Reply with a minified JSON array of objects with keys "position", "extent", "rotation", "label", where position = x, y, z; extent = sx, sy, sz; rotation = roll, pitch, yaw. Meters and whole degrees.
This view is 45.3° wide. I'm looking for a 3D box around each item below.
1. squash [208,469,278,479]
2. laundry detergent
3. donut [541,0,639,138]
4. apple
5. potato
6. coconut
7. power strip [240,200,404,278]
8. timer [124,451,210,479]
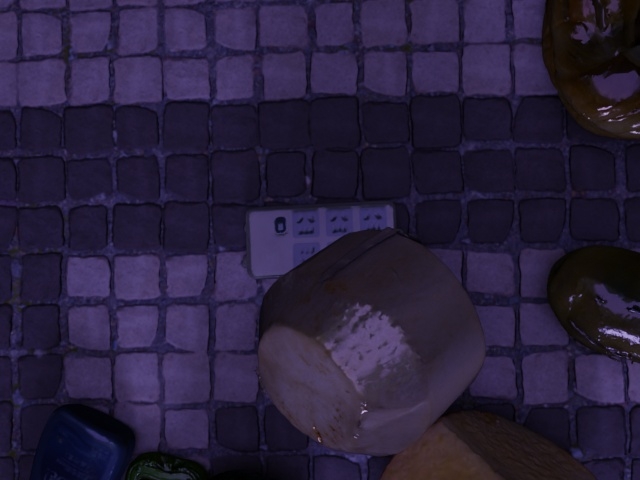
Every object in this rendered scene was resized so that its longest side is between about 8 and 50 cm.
[{"position":[-0.109,0.451,1.157],"extent":[0.218,0.218,0.172],"rotation":[35,55,5],"label":"squash"},{"position":[-0.413,0.416,1.226],"extent":[0.143,0.094,0.290],"rotation":[23,89,3],"label":"laundry detergent"},{"position":[0.504,-0.313,1.159],"extent":[0.360,0.170,0.360],"rotation":[0,85,5],"label":"donut"},{"position":[0.227,0.432,1.105],"extent":[0.314,0.252,0.309],"rotation":[23,113,-10],"label":"apple"},{"position":[0.463,0.099,1.153],"extent":[0.248,0.143,0.169],"rotation":[24,79,5],"label":"potato"},{"position":[0.075,0.142,1.102],"extent":[0.323,0.323,0.323],"rotation":[0,87,4],"label":"coconut"},{"position":[0.000,0.000,1.240],"extent":[0.270,0.046,0.118],"rotation":[-3,87,5],"label":"power strip"},{"position":[-0.252,0.413,1.238],"extent":[0.140,0.047,0.128],"rotation":[12,88,5],"label":"timer"}]
